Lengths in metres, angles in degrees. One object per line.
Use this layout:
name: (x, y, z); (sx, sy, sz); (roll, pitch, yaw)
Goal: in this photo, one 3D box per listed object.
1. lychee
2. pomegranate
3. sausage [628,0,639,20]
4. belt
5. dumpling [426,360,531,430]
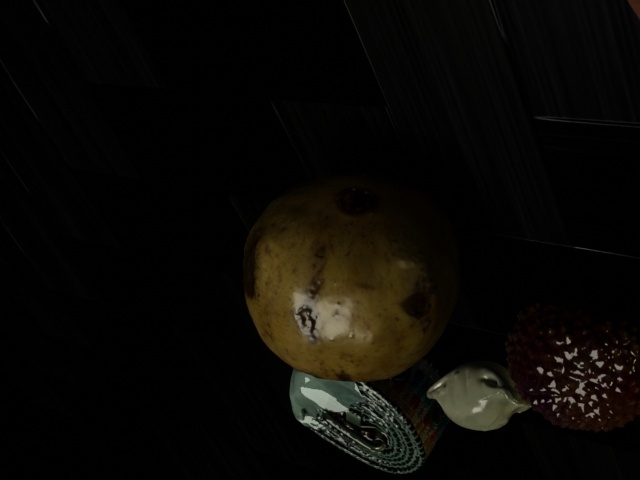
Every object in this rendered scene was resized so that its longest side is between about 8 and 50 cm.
lychee: (0.313, 0.139, 1.330); (0.188, 0.188, 0.188); (28, 149, 19)
pomegranate: (0.039, 0.043, 1.435); (0.281, 0.281, 0.281); (28, 149, 19)
sausage: (0.207, -0.328, 0.868); (0.088, 0.088, 0.433); (-15, 107, 55)
belt: (0.077, 0.243, 1.779); (0.257, 0.150, 0.207); (33, 141, 8)
dumpling: (0.248, 0.227, 1.642); (0.134, 0.100, 0.169); (15, 143, -36)
